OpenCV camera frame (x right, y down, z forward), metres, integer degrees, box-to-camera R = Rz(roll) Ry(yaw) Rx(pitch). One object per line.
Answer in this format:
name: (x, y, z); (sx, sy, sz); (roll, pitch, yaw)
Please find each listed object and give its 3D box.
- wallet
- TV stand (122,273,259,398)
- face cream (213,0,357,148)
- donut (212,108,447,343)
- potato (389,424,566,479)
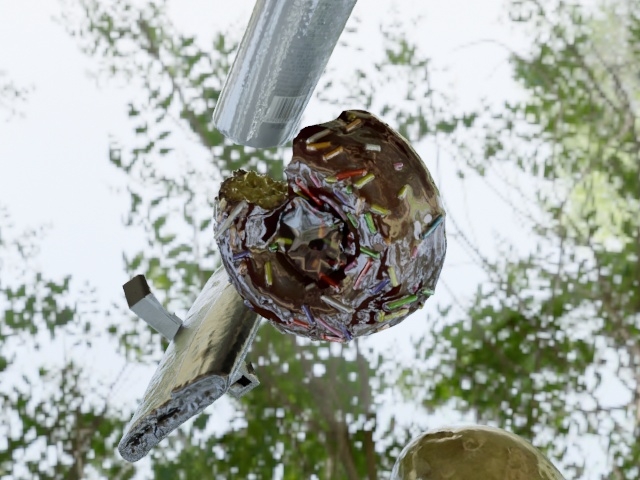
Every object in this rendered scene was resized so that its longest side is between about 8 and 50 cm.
wallet: (-0.118, 0.095, 1.196); (0.044, 0.170, 0.321); (43, -150, -14)
TV stand: (-0.171, 0.131, 1.470); (0.040, 0.256, 0.049); (-36, -137, 8)
face cream: (-0.014, -0.206, 0.975); (0.073, 0.269, 0.107); (41, -142, 18)
donut: (0.001, 0.000, 1.022); (0.230, 0.216, 0.096); (-14, -170, 28)
potato: (0.163, 0.305, 0.950); (0.173, 0.307, 0.210); (-13, 164, -34)
